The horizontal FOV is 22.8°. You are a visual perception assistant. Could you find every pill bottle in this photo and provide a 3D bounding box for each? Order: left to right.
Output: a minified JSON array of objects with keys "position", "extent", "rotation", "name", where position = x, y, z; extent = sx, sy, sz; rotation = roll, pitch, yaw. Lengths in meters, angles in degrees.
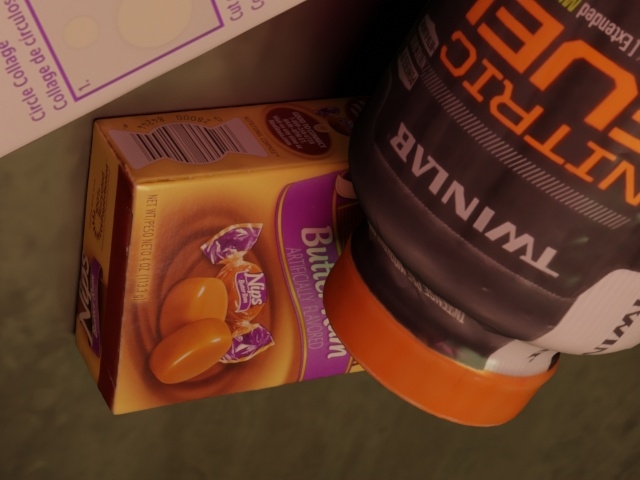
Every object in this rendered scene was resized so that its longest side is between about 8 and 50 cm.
[{"position":[0.094,-0.052,0.529],"extent":[0.130,0.130,0.246],"rotation":[11,124,-35],"name":"pill bottle"}]

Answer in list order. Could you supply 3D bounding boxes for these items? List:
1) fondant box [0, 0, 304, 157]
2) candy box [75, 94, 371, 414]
[{"position":[-0.136,-0.132,0.426],"extent":[0.330,0.096,0.238],"rotation":[-29,134,-8],"name":"fondant box"},{"position":[0.000,0.000,0.641],"extent":[0.186,0.053,0.109],"rotation":[-9,128,-26],"name":"candy box"}]
